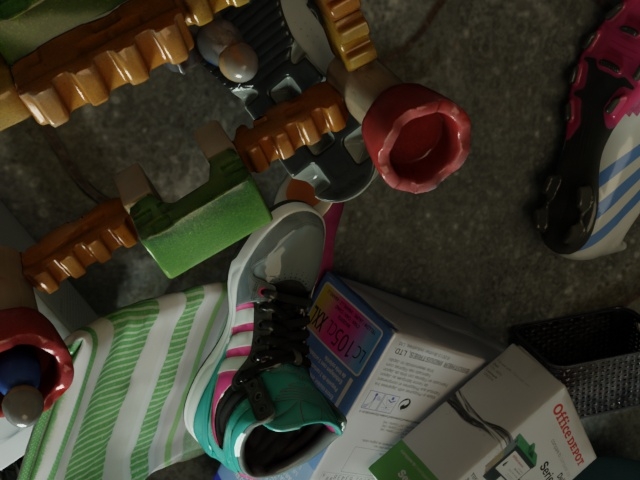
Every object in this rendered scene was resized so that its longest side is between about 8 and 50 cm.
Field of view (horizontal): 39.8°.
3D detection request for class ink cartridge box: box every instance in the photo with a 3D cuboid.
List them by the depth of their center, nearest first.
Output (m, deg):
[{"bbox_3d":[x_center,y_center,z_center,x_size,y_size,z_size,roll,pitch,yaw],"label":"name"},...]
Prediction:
[{"bbox_3d":[0.186,0.246,0.985,0.219,0.092,0.160,-39,130,-7],"label":"ink cartridge box"},{"bbox_3d":[0.043,0.265,1.061,0.270,0.151,0.395,21,102,-38],"label":"ink cartridge box"}]

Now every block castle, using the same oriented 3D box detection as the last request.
[{"bbox_3d":[-0.126,-0.082,0.660,0.453,0.213,0.303,-29,132,-4],"label":"block castle"}]

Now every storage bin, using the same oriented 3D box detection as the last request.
[{"bbox_3d":[0.353,0.160,1.158,0.180,0.122,0.084,-8,112,-14],"label":"storage bin"}]

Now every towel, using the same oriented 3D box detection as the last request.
[{"bbox_3d":[-0.180,0.167,0.928,0.038,0.325,0.248,26,105,22],"label":"towel"}]

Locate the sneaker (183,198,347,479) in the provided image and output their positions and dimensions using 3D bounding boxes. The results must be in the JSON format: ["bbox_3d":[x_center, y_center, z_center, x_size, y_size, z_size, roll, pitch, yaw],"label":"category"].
[{"bbox_3d":[-0.037,0.120,0.899,0.124,0.178,0.295,9,108,-38],"label":"sneaker"}]

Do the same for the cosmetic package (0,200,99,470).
[{"bbox_3d":[-0.367,0.108,0.913,0.224,0.138,0.225,-34,117,-2],"label":"cosmetic package"}]

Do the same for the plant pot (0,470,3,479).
[{"bbox_3d":[-0.394,0.231,0.774,0.174,0.191,0.191,-39,116,-4],"label":"plant pot"}]

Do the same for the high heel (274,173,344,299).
[{"bbox_3d":[0.000,0.000,1.032,0.117,0.082,0.244,18,92,-52],"label":"high heel"}]

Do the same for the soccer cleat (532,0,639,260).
[{"bbox_3d":[0.364,-0.132,1.070,0.143,0.116,0.331,4,112,-35],"label":"soccer cleat"}]

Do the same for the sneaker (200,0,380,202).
[{"bbox_3d":[-0.040,-0.196,0.922,0.122,0.146,0.330,-29,95,23],"label":"sneaker"}]

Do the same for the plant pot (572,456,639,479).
[{"bbox_3d":[0.394,0.414,1.226,0.290,0.195,0.290,-6,112,-15],"label":"plant pot"}]

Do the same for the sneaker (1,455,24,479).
[{"bbox_3d":[-0.300,0.348,1.031,0.330,0.130,0.147,30,97,-24],"label":"sneaker"}]
